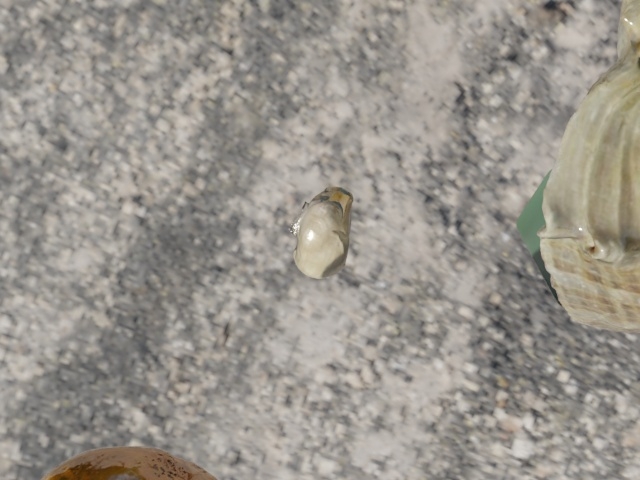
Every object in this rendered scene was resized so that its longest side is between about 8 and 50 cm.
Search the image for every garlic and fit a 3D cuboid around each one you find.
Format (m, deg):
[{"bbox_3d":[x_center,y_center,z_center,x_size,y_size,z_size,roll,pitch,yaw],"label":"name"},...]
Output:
[{"bbox_3d":[0.006,0.005,1.535,0.066,0.084,0.152,30,134,15],"label":"garlic"}]

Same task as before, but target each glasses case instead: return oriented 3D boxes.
[{"bbox_3d":[0.244,0.000,1.309,0.078,0.039,0.184,-59,18,20],"label":"glasses case"}]

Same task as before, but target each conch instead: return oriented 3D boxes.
[{"bbox_3d":[0.289,-0.047,0.878,0.297,0.352,0.210,-43,41,-9],"label":"conch"}]

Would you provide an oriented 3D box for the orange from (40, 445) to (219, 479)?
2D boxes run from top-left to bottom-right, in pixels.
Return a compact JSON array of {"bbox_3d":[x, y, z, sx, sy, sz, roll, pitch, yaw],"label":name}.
[{"bbox_3d":[-0.184,0.312,1.282,0.240,0.240,0.240,-14,64,32],"label":"orange"}]
